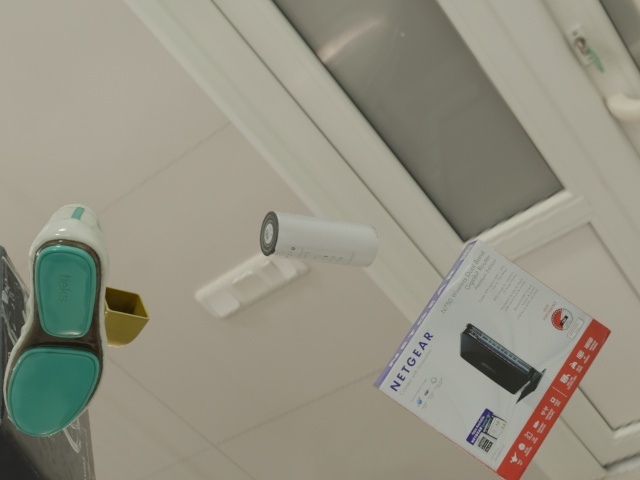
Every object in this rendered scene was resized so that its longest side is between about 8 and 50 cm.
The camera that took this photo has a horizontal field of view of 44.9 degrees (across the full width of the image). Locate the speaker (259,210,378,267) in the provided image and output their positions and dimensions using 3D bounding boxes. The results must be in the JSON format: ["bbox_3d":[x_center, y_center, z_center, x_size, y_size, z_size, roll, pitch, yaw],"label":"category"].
[{"bbox_3d":[0.000,0.000,0.926,0.055,0.136,0.055,-25,62,60],"label":"speaker"}]

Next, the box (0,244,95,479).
[{"bbox_3d":[-0.660,0.359,1.516,0.297,0.472,0.480,-20,42,-6],"label":"box"}]

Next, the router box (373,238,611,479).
[{"bbox_3d":[0.313,0.220,1.429,0.335,0.301,0.082,-56,0,-7],"label":"router box"}]

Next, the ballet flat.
[{"bbox_3d":[-0.366,0.115,1.111,0.139,0.139,0.400,-83,12,-54],"label":"ballet flat"}]

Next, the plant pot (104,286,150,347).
[{"bbox_3d":[-0.364,0.142,1.374,0.083,0.081,0.081,-60,38,16],"label":"plant pot"}]
